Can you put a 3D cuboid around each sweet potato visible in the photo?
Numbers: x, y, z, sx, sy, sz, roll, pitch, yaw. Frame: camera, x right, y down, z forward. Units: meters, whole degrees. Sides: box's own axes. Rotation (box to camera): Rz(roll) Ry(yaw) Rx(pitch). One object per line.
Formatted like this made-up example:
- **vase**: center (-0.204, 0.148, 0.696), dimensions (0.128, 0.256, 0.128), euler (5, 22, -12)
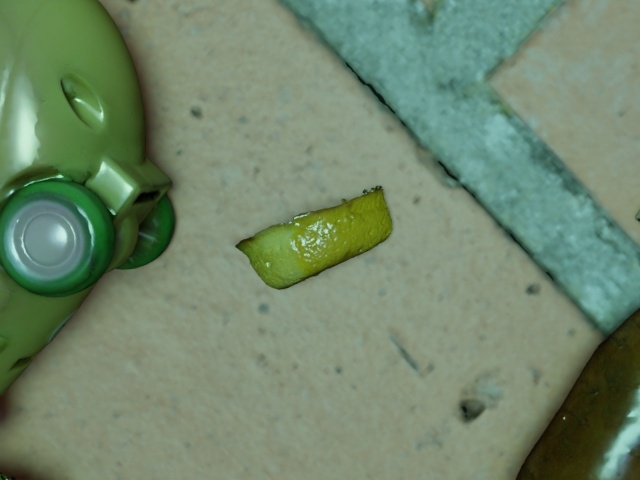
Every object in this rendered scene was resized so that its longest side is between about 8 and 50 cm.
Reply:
- **sweet potato**: center (0.145, 0.192, 0.541), dimensions (0.112, 0.112, 0.358), euler (9, 98, 4)

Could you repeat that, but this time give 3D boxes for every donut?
- **donut**: center (0.000, 0.000, 0.573), dimensions (0.083, 0.067, 0.037), euler (-21, 86, -26)

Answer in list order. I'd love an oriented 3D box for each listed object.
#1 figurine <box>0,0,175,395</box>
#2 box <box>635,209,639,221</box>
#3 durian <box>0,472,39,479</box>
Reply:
- **figurine**: center (-0.227, -0.010, 0.545), dimensions (0.222, 0.124, 0.324), euler (41, 100, 0)
- **box**: center (0.290, 0.007, 0.551), dimensions (0.198, 0.029, 0.109), euler (39, 97, 2)
- **durian**: center (-0.191, 0.318, 0.553), dimensions (0.198, 0.163, 0.394), euler (-4, 93, 0)
